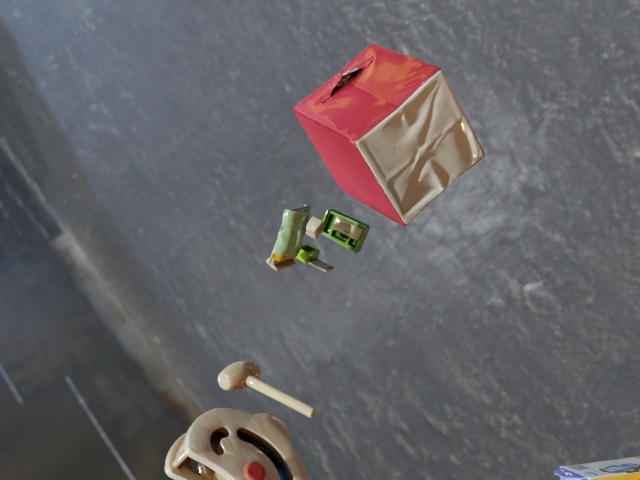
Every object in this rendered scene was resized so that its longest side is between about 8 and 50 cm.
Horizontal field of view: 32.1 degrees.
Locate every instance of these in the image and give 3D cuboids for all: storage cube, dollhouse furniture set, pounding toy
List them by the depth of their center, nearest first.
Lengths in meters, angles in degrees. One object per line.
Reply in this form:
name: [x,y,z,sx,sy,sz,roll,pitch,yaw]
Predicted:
dollhouse furniture set: [0.000,0.000,1.344,0.059,0.152,0.076,27,108,19]
pounding toy: [-0.093,0.280,1.429,0.155,0.154,0.269,-49,60,43]
storage cube: [0.111,-0.169,1.764,0.193,0.184,0.215,35,162,54]

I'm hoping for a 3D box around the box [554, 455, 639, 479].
box: [0.367,0.298,1.402,0.081,0.136,0.028,176,88,-76]
